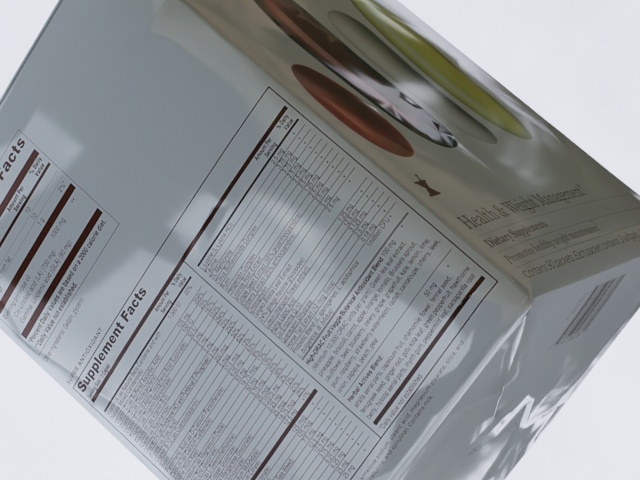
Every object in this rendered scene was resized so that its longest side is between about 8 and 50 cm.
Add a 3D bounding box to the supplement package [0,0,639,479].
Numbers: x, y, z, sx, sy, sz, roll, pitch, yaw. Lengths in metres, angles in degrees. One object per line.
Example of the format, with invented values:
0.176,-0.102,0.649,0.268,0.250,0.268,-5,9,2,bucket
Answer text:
0.000,0.000,0.719,0.203,0.149,0.194,41,-158,16,supplement package
